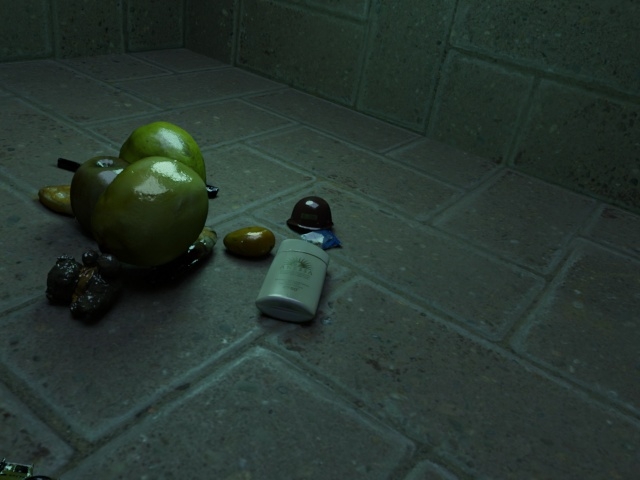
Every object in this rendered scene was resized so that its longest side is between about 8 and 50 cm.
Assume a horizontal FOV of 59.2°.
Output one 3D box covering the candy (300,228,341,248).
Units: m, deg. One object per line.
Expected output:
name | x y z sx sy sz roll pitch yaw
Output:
candy | 0.000 -0.001 1.961 0.136 0.038 0.088 -13 48 -33

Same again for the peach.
peach | -0.474 -0.076 1.587 0.281 0.314 0.315 50 26 -12

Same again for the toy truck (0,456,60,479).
toy truck | -0.567 0.434 0.955 0.257 0.127 0.127 10 15 -2

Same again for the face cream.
face cream | -0.073 0.110 1.700 0.173 0.081 0.348 12 30 4

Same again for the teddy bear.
teddy bear | -0.625 0.112 1.484 0.190 0.177 0.140 13 -15 3

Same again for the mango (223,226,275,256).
mango | -0.228 0.004 1.827 0.165 0.089 0.115 -5 32 -20

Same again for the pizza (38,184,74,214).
pizza | -0.867 -0.149 1.929 0.182 0.062 0.161 13 36 15

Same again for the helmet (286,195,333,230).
helmet | -0.037 -0.108 2.047 0.175 0.106 0.155 6 17 18

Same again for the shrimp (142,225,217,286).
shrimp | -0.465 0.034 1.736 0.233 0.071 0.365 9 29 16

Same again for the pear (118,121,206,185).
pear | -0.544 -0.256 2.003 0.375 0.287 0.287 46 40 12

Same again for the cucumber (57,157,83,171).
cucumber | -0.926 -0.281 2.152 0.163 0.039 0.043 13 51 9

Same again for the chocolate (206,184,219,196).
chocolate | -0.459 -0.214 2.160 0.147 0.070 0.072 30 63 32

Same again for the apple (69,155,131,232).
apple | -0.663 -0.142 1.802 0.256 0.234 0.257 7 26 -4
